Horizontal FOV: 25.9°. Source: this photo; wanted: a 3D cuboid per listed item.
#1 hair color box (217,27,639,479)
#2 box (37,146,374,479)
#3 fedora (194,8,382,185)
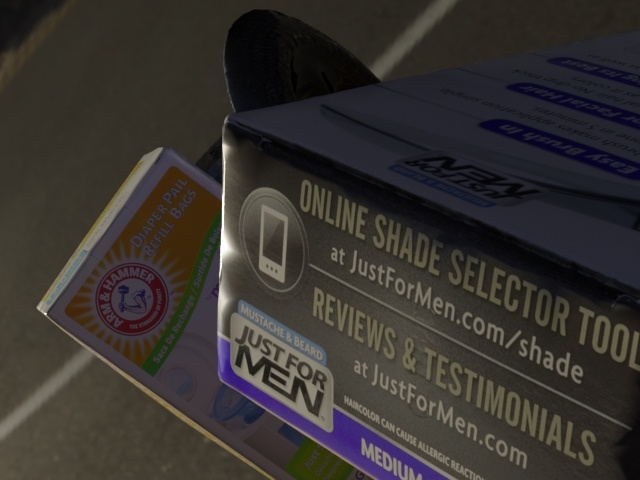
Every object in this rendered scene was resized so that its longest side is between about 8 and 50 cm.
[{"bbox_3d":[0.149,-0.004,0.512,0.185,0.338,0.110,26,121,43],"label":"hair color box"},{"bbox_3d":[-0.045,0.053,0.779,0.114,0.203,0.103,-54,11,-9],"label":"box"},{"bbox_3d":[0.000,0.000,0.982,0.152,0.334,0.334,-32,35,19],"label":"fedora"}]
